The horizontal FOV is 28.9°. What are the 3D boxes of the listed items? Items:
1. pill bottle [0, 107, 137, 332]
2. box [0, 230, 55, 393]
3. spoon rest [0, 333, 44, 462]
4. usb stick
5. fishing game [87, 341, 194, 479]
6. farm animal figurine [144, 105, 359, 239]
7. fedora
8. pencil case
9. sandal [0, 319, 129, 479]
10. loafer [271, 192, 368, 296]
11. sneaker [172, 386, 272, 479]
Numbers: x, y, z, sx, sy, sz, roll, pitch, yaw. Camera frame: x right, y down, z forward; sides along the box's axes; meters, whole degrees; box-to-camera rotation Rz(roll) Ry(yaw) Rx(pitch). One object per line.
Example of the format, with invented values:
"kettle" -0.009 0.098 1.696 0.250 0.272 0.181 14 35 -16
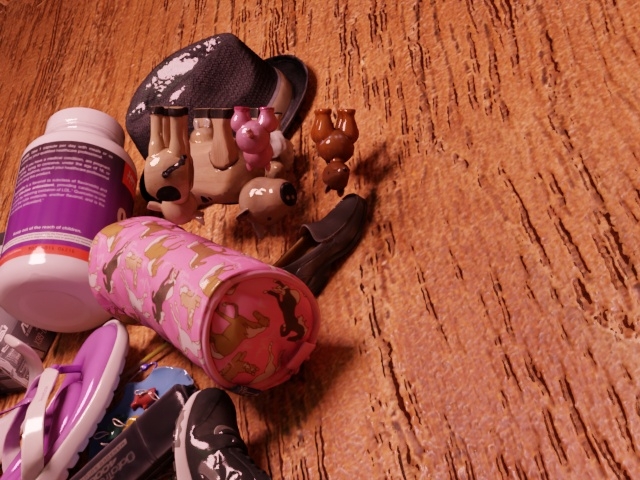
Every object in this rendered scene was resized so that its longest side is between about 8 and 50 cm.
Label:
"pill bottle" -0.373 -0.037 1.865 0.181 0.181 0.323 -20 50 31
"box" -0.504 0.109 1.980 0.242 0.076 0.307 -13 42 37
"spoon rest" -0.472 0.275 1.767 0.137 0.084 0.276 17 78 56
"usb stick" -0.242 0.278 1.485 0.278 0.045 0.077 -42 53 12
"fishing game" -0.235 0.234 1.578 0.189 0.041 0.264 -34 33 17
"farm animal figurine" -0.122 -0.089 1.640 0.326 0.330 0.172 9 100 56
"fedora" -0.185 -0.209 1.947 0.334 0.152 0.334 -28 35 22
"pencil case" -0.157 0.071 1.558 0.160 0.167 0.386 -11 17 -30
"sandal" -0.379 0.261 1.617 0.169 0.102 0.416 -17 39 53
"loafer" 0.000 0.000 1.581 0.062 0.061 0.170 4 53 51
"sneaker" -0.085 0.274 1.331 0.124 0.107 0.283 -18 44 16
